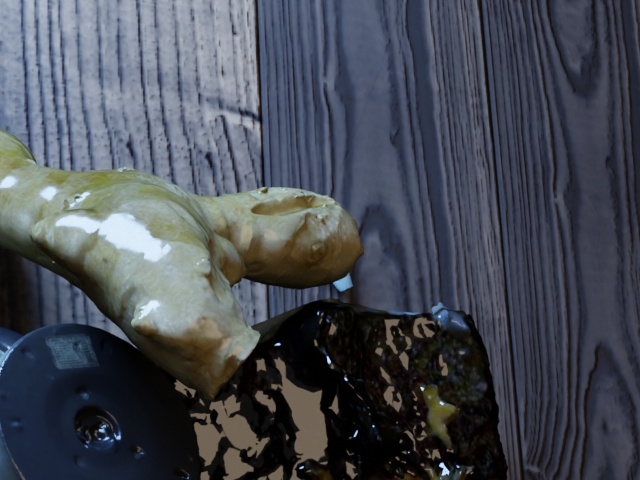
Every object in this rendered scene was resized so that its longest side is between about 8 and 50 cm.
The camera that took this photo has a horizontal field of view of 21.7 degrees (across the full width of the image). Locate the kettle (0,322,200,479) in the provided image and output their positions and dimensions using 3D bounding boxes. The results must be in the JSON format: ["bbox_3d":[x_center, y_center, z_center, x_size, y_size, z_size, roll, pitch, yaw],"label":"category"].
[{"bbox_3d":[-0.227,0.160,1.179,0.161,0.236,0.221,-3,61,-47],"label":"kettle"}]

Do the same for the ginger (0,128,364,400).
[{"bbox_3d":[-0.160,-0.011,1.177,0.363,0.348,0.122,19,97,4],"label":"ginger"}]

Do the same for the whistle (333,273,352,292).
[{"bbox_3d":[0.000,0.000,1.481,0.035,0.035,0.100,-26,86,-33],"label":"whistle"}]

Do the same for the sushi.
[{"bbox_3d":[-0.006,0.161,1.305,0.348,0.234,0.207,-7,75,-25],"label":"sushi"}]
